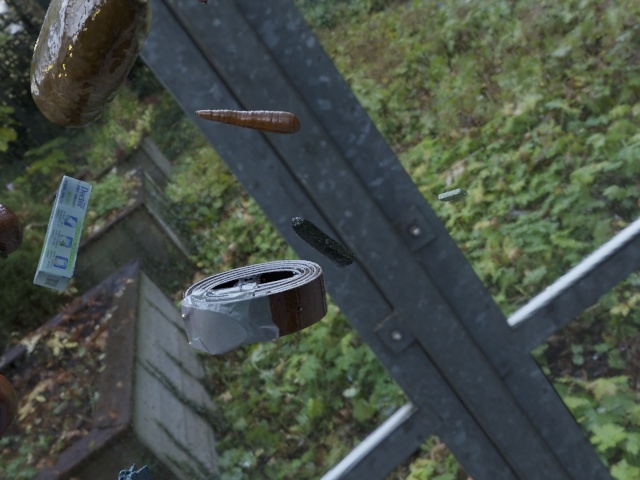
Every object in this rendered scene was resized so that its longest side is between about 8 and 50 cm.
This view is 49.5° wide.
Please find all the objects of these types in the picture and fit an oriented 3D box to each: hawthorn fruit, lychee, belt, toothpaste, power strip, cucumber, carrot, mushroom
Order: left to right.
[{"bbox_3d":[-0.746,0.366,1.528,0.169,0.169,0.188,-38,10,-2],"label":"hawthorn fruit"},{"bbox_3d":[-0.638,-0.011,1.345,0.101,0.114,0.140,5,56,7],"label":"lychee"},{"bbox_3d":[-0.667,-0.024,1.810,0.067,0.081,0.336,-49,32,38],"label":"toothpaste"},{"bbox_3d":[-0.558,-0.463,1.653,0.397,0.224,0.313,-8,60,59],"label":"mushroom"},{"bbox_3d":[-0.147,-0.247,1.412,0.216,0.048,0.048,5,21,-7],"label":"carrot"},{"bbox_3d":[-0.150,0.146,1.590,0.339,0.122,0.217,-13,21,-16],"label":"belt"},{"bbox_3d":[-0.001,0.001,2.126,0.067,0.245,0.067,-40,28,27],"label":"cucumber"},{"bbox_3d":[0.403,-0.138,2.115,0.090,0.040,0.016,-17,68,44],"label":"power strip"}]

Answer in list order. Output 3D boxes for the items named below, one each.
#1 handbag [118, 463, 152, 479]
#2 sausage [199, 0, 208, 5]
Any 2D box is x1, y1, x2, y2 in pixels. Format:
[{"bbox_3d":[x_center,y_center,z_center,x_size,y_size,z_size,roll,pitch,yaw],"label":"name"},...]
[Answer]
[{"bbox_3d":[-0.498,0.681,1.714,0.062,0.179,0.229,-1,20,29],"label":"handbag"},{"bbox_3d":[-0.211,-0.468,1.194,0.034,0.129,0.034,-5,40,5],"label":"sausage"}]
